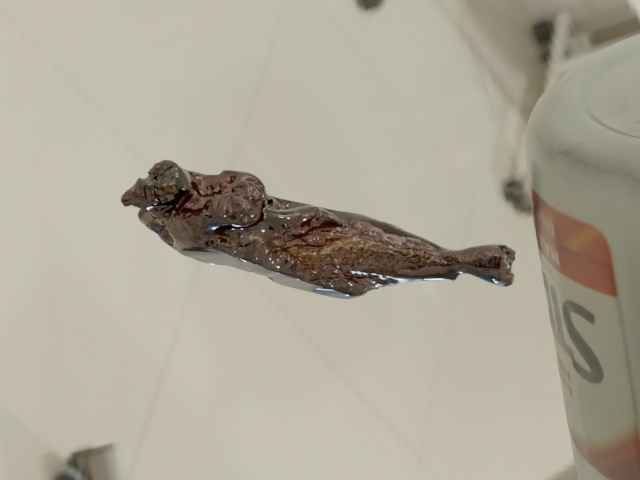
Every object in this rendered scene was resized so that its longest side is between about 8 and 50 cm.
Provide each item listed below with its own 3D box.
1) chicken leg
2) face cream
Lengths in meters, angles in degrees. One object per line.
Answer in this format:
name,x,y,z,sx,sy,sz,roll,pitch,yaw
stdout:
chicken leg,-0.004,0.001,0.962,0.219,0.089,0.048,16,77,-18
face cream,0.186,0.023,0.653,0.201,0.201,0.187,-44,128,-54
